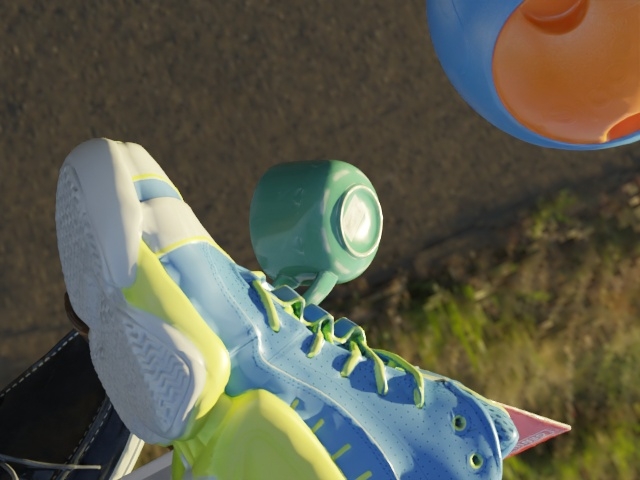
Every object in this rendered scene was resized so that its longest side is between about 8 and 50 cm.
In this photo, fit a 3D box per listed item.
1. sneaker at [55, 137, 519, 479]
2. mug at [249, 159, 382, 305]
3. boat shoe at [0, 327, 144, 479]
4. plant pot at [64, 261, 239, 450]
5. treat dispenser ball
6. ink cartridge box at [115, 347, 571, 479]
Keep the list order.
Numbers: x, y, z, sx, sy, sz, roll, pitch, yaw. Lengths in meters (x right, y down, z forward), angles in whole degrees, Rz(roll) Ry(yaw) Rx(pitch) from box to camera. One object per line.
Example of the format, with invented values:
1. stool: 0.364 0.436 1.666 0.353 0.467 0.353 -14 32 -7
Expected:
1. sneaker: -0.005 0.057 0.608 0.126 0.240 0.091 -27 -167 -18
2. mug: 0.005 -0.005 1.673 0.097 0.157 0.129 -2 -173 36
3. boat shoe: -0.362 0.269 1.806 0.500 0.187 0.156 -49 140 2
4. plant pot: -0.115 0.070 1.340 0.167 0.167 0.165 -29 135 11
5. treat dispenser ball: 0.242 -0.227 1.506 0.288 0.288 0.288 -15 146 -11
6. ink cartridge box: 0.018 0.200 1.314 0.296 0.066 0.261 -31 142 34
